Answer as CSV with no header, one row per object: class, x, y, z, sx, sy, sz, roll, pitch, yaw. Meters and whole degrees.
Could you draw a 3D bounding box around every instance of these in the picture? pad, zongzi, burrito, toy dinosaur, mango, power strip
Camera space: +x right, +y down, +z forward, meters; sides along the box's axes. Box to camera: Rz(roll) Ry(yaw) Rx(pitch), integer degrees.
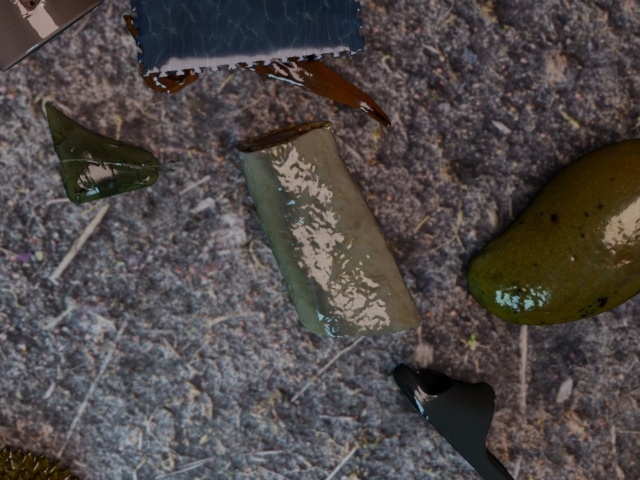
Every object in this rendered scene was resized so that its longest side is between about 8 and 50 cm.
pad,-0.093,-0.329,1.570,0.269,0.012,0.270,-9,87,-7
zongzi,-0.249,-0.123,1.665,0.154,0.062,0.130,-15,91,-12
burrito,0.004,-0.002,1.694,0.143,0.105,0.299,-23,103,9
toy dinosaur,-0.123,-0.252,1.637,0.208,0.097,0.432,-38,105,-6
mango,0.349,-0.001,1.731,0.329,0.175,0.176,-40,60,0
power strip,-0.327,-0.265,1.567,0.154,0.154,0.078,-35,103,-1

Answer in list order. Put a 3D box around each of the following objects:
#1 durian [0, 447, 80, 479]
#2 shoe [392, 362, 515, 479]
durian,-0.394,0.368,1.692,0.237,0.138,0.193,2,101,-9
shoe,0.193,0.227,1.780,0.093,0.108,0.241,-42,111,-1
